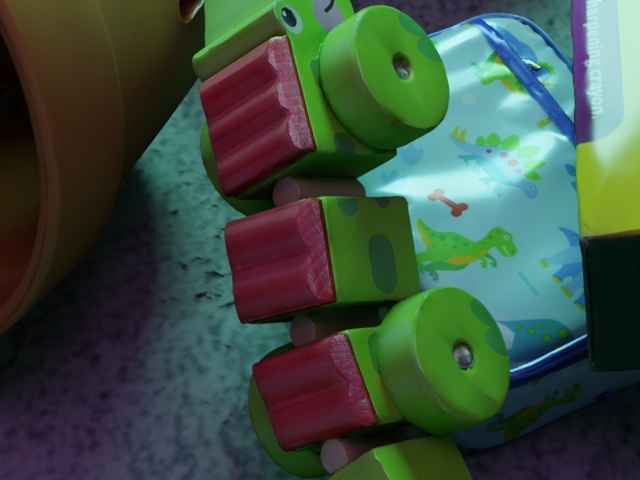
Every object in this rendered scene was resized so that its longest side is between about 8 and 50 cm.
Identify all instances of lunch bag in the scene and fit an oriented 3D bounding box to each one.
[{"bbox_3d":[0.091,-0.014,0.955,0.176,0.090,0.219,-21,58,-20],"label":"lunch bag"}]

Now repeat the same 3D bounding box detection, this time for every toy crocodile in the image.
[{"bbox_3d":[0.000,0.000,0.844,0.105,0.115,0.340,1,72,-47],"label":"toy crocodile"}]

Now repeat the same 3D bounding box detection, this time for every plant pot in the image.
[{"bbox_3d":[-0.185,-0.117,0.919,0.291,0.291,0.203,29,42,18],"label":"plant pot"}]

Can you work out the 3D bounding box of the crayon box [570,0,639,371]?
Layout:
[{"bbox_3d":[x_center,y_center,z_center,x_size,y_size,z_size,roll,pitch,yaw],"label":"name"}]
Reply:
[{"bbox_3d":[0.280,-0.112,0.886,0.313,0.106,0.363,-3,48,10],"label":"crayon box"}]
